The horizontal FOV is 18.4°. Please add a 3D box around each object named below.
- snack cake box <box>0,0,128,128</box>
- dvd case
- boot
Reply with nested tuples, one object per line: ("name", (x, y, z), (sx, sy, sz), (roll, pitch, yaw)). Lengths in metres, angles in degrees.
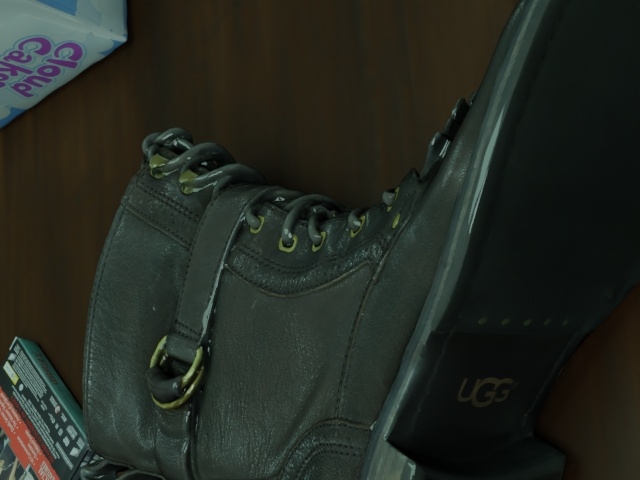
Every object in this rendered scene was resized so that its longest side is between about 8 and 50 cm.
("snack cake box", (-0.178, -0.192, 0.973), (0.152, 0.089, 0.264), (-26, 58, 39))
("dvd case", (-0.143, 0.115, 0.887), (0.119, 0.013, 0.087), (-59, 42, 14))
("boot", (0.000, 0.000, 0.705), (0.229, 0.091, 0.263), (27, 100, 49))
